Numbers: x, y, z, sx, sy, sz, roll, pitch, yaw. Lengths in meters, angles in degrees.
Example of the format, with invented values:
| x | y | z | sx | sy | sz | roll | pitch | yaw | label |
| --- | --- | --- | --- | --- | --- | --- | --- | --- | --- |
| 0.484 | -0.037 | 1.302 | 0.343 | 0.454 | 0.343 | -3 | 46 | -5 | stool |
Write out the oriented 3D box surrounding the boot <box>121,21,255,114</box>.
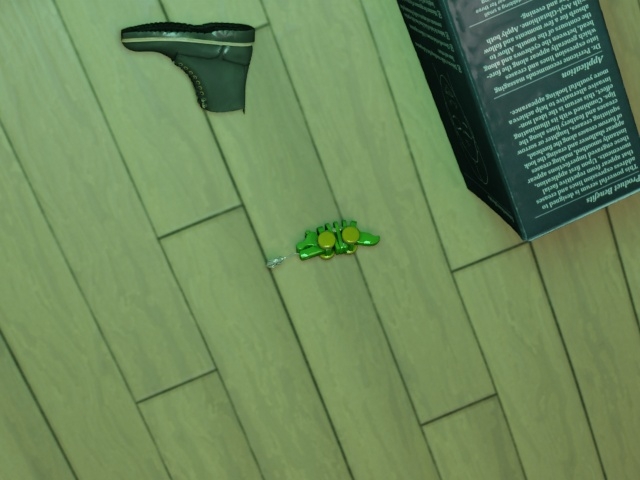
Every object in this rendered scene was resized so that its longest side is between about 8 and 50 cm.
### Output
| x | y | z | sx | sy | sz | roll | pitch | yaw | label |
| --- | --- | --- | --- | --- | --- | --- | --- | --- | --- |
| -0.198 | -0.252 | 1.732 | 0.198 | 0.077 | 0.137 | 0 | 113 | -10 | boot |

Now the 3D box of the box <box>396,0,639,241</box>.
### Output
| x | y | z | sx | sy | sz | roll | pitch | yaw | label |
| --- | --- | --- | --- | --- | --- | --- | --- | --- | --- |
| 0.287 | -0.246 | 1.710 | 0.212 | 0.293 | 0.395 | -24 | 111 | -3 | box |

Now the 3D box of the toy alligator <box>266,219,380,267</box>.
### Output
| x | y | z | sx | sy | sz | roll | pitch | yaw | label |
| --- | --- | --- | --- | --- | --- | --- | --- | --- | --- |
| 0.000 | 0.000 | 1.866 | 0.190 | 0.056 | 0.051 | -12 | 68 | -6 | toy alligator |
